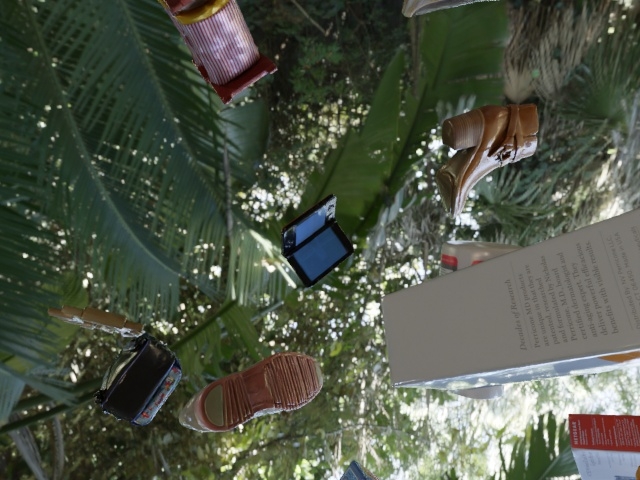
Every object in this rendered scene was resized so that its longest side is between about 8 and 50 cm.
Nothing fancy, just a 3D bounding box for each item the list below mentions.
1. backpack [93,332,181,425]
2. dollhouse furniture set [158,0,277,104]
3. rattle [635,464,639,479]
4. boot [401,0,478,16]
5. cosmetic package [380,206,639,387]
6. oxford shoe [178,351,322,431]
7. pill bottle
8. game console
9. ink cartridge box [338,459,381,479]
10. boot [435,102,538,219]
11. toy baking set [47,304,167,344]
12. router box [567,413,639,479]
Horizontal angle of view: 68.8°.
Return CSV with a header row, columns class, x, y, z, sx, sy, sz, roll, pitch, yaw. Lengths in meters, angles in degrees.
class,x,y,z,sx,sy,sz,roll,pitch,yaw
backpack,-0.367,0.271,0.949,0.158,0.117,0.173,-56,-161,-16
dollhouse furniture set,-0.086,-0.440,0.787,0.374,0.201,0.152,-38,-120,-4
rattle,0.485,0.439,0.630,0.130,0.200,0.143,-32,-173,5
boot,0.227,-0.356,0.656,0.206,0.090,0.248,9,-163,1
cosmetic package,0.336,0.115,0.696,0.230,0.162,0.453,15,151,-38
oxford shoe,-0.159,0.365,1.148,0.146,0.141,0.397,-28,159,39
pill bottle,0.340,0.165,1.008,0.176,0.319,0.176,3,-175,0
game console,0.000,0.000,0.931,0.144,0.124,0.085,-38,-116,-27
ink cartridge box,0.103,0.654,0.887,0.270,0.151,0.395,-53,-165,-9
boot,0.399,-0.191,1.128,0.220,0.283,0.109,-14,-147,-9
toy baking set,-0.468,0.189,1.053,0.256,0.197,0.030,18,-112,-16
router box,0.748,0.507,1.049,0.301,0.335,0.082,-11,-139,30
